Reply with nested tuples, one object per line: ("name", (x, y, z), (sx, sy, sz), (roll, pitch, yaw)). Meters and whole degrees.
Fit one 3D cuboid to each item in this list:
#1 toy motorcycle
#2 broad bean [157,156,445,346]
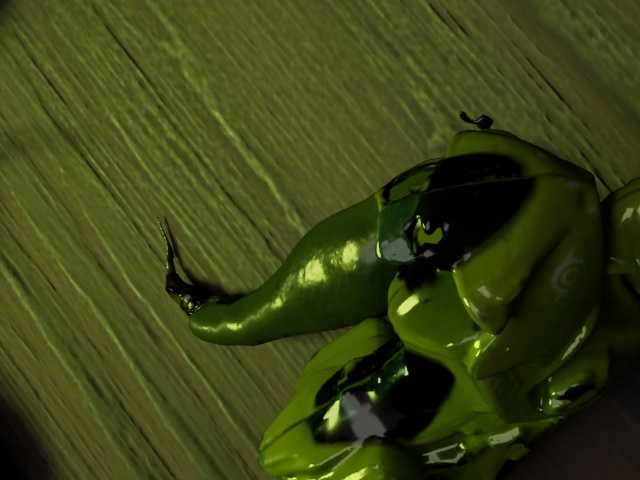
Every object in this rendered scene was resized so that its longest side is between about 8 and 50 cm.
("toy motorcycle", (0.085, 0.055, 1.037), (0.206, 0.142, 0.342), (27, 134, -17))
("broad bean", (0.003, 0.011, 1.178), (0.318, 0.056, 0.098), (-11, 94, 42))
